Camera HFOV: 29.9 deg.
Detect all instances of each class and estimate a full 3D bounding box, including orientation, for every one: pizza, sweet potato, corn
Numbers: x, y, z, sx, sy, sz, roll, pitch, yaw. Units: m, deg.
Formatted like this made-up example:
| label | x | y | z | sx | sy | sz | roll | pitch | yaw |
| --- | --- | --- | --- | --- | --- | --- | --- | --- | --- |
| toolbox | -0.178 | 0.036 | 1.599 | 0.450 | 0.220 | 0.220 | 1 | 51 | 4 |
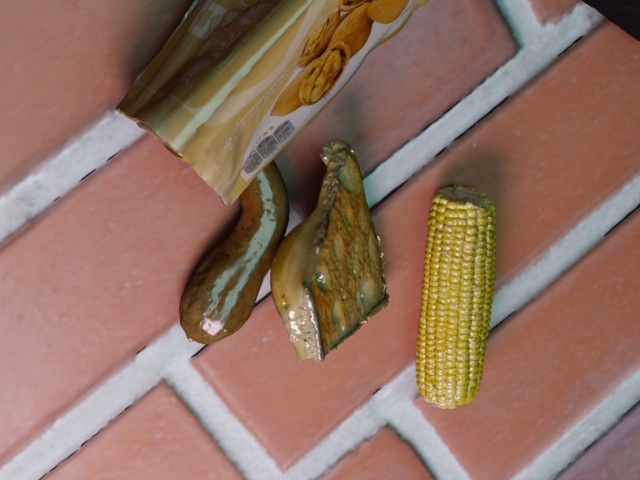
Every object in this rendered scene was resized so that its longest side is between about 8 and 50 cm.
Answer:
| label | x | y | z | sx | sy | sz | roll | pitch | yaw |
| --- | --- | --- | --- | --- | --- | --- | --- | --- | --- |
| pizza | -0.002 | 0.008 | 1.226 | 0.188 | 0.081 | 0.204 | -44 | 130 | -53 |
| sweet potato | -0.080 | 0.002 | 1.232 | 0.081 | 0.062 | 0.233 | 18 | 94 | -25 |
| corn | 0.151 | 0.065 | 1.333 | 0.081 | 0.081 | 0.248 | -2 | 104 | -22 |

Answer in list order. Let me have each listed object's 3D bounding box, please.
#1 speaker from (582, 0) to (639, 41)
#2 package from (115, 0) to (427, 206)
| label | x | y | z | sx | sy | sz | roll | pitch | yaw |
| --- | --- | --- | --- | --- | --- | --- | --- | --- | --- |
| speaker | 0.337 | -0.347 | 1.255 | 0.388 | 0.180 | 0.184 | 26 | 86 | -27 |
| package | -0.055 | -0.209 | 1.118 | 0.165 | 0.221 | 0.311 | 41 | 87 | 12 |
